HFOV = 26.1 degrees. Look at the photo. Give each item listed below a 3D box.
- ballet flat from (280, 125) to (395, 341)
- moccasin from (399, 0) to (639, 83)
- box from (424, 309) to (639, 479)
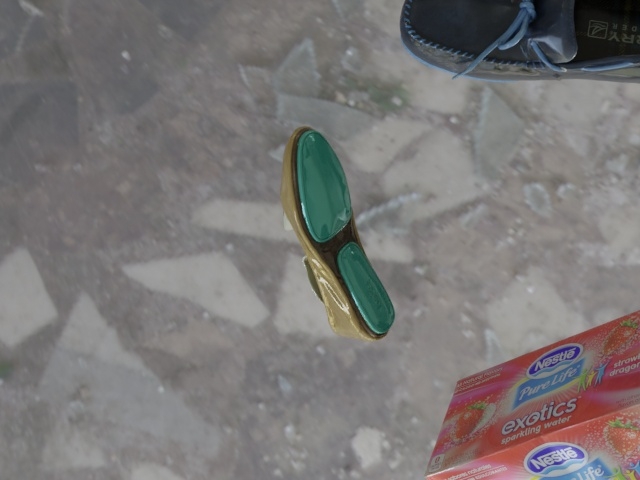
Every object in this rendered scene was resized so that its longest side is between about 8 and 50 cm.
[{"bbox_3d":[0.000,0.000,1.367,0.080,0.073,0.232,-35,110,-42],"label":"ballet flat"},{"bbox_3d":[0.251,-0.232,1.403,0.342,0.117,0.138,1,83,5],"label":"moccasin"},{"bbox_3d":[0.276,0.196,1.431,0.300,0.154,0.142,-27,115,39],"label":"box"}]
